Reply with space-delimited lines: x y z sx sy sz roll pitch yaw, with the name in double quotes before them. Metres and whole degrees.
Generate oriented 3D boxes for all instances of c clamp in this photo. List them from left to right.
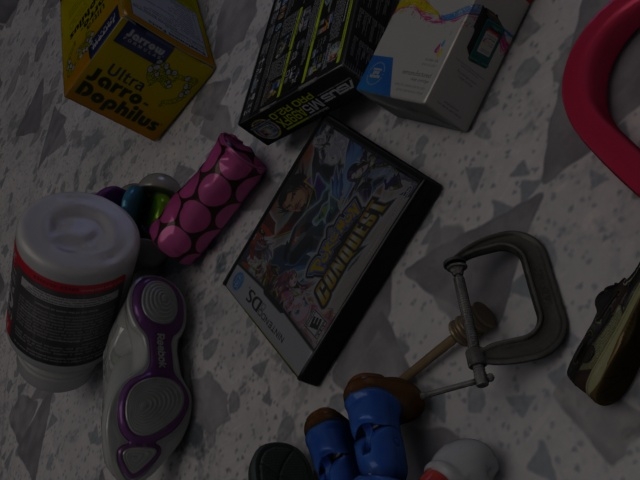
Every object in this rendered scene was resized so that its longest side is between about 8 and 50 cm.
"c clamp" 0.153 0.061 0.761 0.137 0.022 0.160 -11 54 16

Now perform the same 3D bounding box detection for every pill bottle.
"pill bottle" -0.392 0.093 1.284 0.176 0.177 0.318 -106 30 -42

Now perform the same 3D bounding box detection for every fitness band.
"fitness band" 0.323 -0.131 0.687 0.209 0.054 0.290 -52 37 22

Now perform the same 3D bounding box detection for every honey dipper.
"honey dipper" 0.107 0.118 0.825 0.161 0.031 0.030 -43 41 29

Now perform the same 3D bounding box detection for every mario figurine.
"mario figurine" 0.070 0.286 0.732 0.320 0.170 0.198 -96 9 -50

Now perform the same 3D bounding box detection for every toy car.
"toy car" -0.321 -0.036 1.356 0.182 0.136 0.159 -14 59 47

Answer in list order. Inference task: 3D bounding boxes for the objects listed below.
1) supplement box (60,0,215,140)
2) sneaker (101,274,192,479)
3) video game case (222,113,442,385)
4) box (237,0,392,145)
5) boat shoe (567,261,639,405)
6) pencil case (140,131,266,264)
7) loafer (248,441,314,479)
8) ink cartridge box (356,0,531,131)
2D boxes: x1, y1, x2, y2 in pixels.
"supplement box" -0.355 -0.394 1.557 0.195 0.194 0.356 -45 40 25
"sneaker" -0.255 0.207 1.182 0.152 0.114 0.305 -47 33 45
"video game case" 0.000 0.000 1.021 0.274 0.035 0.248 -59 36 9
"box" 0.000 -0.284 1.140 0.216 0.060 0.270 -20 48 43
"boat shoe" 0.245 0.057 0.665 0.049 0.056 0.152 32 96 49
"pencil case" -0.172 -0.066 1.230 0.209 0.095 0.098 -46 35 20
"loafer" -0.038 0.341 0.843 0.267 0.096 0.084 -97 27 -45
"ink cartridge box" 0.152 -0.251 0.941 0.134 0.078 0.230 26 90 54
